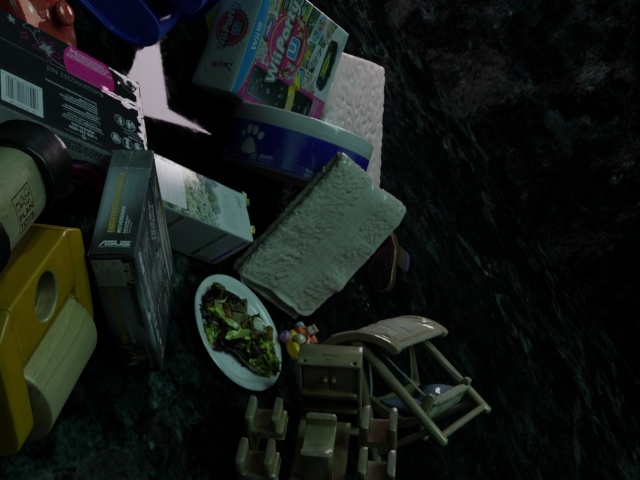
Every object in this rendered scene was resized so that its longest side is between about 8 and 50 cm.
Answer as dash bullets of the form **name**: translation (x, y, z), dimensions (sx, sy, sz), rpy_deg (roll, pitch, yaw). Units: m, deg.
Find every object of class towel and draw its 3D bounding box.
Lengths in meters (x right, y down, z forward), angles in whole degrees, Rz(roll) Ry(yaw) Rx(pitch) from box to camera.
- **towel**: translation (0.061, -0.244, 1.824), dimensions (0.317, 0.053, 0.332), rpy_deg (-11, 104, -64)
- **towel**: translation (0.000, 0.000, 1.399), dimensions (0.187, 0.282, 0.049), rpy_deg (37, 8, -38)

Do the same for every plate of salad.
- **plate of salad**: translation (-0.120, 0.139, 1.286), dimensions (0.200, 0.048, 0.200), rpy_deg (41, 33, -34)

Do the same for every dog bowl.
- **dog bowl**: translation (-0.043, -0.160, 1.487), dimensions (0.265, 0.265, 0.104), rpy_deg (17, 90, -54)

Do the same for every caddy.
- **caddy**: translation (-0.316, -0.504, 1.387), dimensions (0.341, 0.241, 0.179), rpy_deg (46, 36, -27)

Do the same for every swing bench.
- **swing bench**: translation (0.157, 0.259, 1.521), dimensions (0.253, 0.165, 0.255), rpy_deg (-6, 68, -61)

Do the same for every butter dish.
- **butter dish**: translation (-0.398, -0.305, 1.141), dimensions (0.160, 0.118, 0.160), rpy_deg (-35, 115, -64)

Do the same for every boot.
- **boot**: translation (0.166, 0.060, 1.835), dimensions (0.106, 0.082, 0.219), rpy_deg (42, 29, -27)

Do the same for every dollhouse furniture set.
- **dollhouse furniture set**: translation (0.005, 0.295, 1.194), dimensions (0.242, 0.212, 0.161), rpy_deg (-79, 170, -52)

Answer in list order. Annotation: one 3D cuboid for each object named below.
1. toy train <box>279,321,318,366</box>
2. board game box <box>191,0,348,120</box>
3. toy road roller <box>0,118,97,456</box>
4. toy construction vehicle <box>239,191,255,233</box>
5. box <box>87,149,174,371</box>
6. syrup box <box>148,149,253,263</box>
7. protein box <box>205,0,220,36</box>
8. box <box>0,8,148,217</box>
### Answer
- **toy train**: translation (-0.008, 0.196, 1.382), dimensions (0.125, 0.046, 0.166), rpy_deg (32, 25, -57)
- **board game box**: translation (-0.085, -0.344, 1.533), dimensions (0.303, 0.097, 0.224), rpy_deg (17, 92, -60)
- **toy road roller**: translation (-0.380, 0.038, 0.820), dimensions (0.202, 0.240, 0.330), rpy_deg (-76, 167, -55)
- **toy construction vehicle**: translation (-0.142, -0.040, 1.387), dimensions (0.035, 0.098, 0.086), rpy_deg (5, 76, -34)
- **box**: translation (-0.234, 0.028, 1.042), dimensions (0.231, 0.056, 0.183), rpy_deg (91, -3, -47)
- **syrup box**: translation (-0.218, -0.048, 1.249), dimensions (0.237, 0.096, 0.093), rpy_deg (25, 44, -50)
- **protein box**: translation (-0.124, -0.419, 1.751), dimensions (0.201, 0.136, 0.200), rpy_deg (28, 41, -48)
- **box**: translation (-0.364, -0.156, 1.054), dimensions (0.247, 0.142, 0.163), rpy_deg (24, 45, -49)
